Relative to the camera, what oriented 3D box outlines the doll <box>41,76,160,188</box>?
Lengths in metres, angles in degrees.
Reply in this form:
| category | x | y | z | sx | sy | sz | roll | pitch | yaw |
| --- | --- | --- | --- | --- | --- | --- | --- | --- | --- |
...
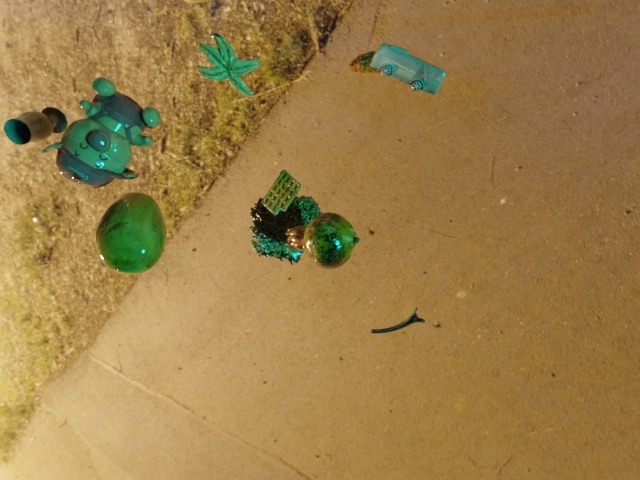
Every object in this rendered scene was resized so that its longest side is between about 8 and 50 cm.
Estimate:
| category | x | y | z | sx | sy | sz | roll | pitch | yaw |
| --- | --- | --- | --- | --- | --- | --- | --- | --- | --- |
| doll | -0.522 | -0.245 | 0.976 | 0.196 | 0.152 | 0.256 | 25 | 77 | 2 |

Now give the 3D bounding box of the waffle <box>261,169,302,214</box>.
| category | x | y | z | sx | sy | sz | roll | pitch | yaw |
| --- | --- | --- | --- | --- | --- | --- | --- | --- | --- |
| waffle | -0.123 | -0.146 | 1.268 | 0.092 | 0.021 | 0.135 | 43 | 109 | 21 |

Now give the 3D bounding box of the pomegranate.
| category | x | y | z | sx | sy | sz | roll | pitch | yaw |
| --- | --- | --- | --- | --- | --- | --- | --- | --- | --- |
| pomegranate | 0.007 | -0.012 | 1.531 | 0.276 | 0.204 | 0.222 | 29 | 151 | 39 |

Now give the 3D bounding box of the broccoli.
| category | x | y | z | sx | sy | sz | roll | pitch | yaw |
| --- | --- | --- | --- | --- | --- | --- | --- | --- | --- |
| broccoli | -0.153 | -0.063 | 1.813 | 0.323 | 0.272 | 0.335 | 11 | 97 | 10 |

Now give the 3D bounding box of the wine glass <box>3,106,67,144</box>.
| category | x | y | z | sx | sy | sz | roll | pitch | yaw |
| --- | --- | --- | --- | --- | --- | --- | --- | --- | --- |
| wine glass | -0.896 | -0.363 | 1.268 | 0.092 | 0.202 | 0.093 | -2 | 118 | -3 |

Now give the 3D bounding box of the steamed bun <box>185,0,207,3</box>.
| category | x | y | z | sx | sy | sz | roll | pitch | yaw |
| --- | --- | --- | --- | --- | --- | --- | --- | --- | --- |
| steamed bun | -0.403 | -0.949 | 1.388 | 0.231 | 0.166 | 0.273 | -16 | 89 | -7 |

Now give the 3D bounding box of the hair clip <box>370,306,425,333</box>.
| category | x | y | z | sx | sy | sz | roll | pitch | yaw |
| --- | --- | --- | --- | --- | --- | --- | --- | --- | --- |
| hair clip | 0.312 | 0.349 | 1.652 | 0.229 | 0.039 | 0.070 | -29 | 91 | 20 |

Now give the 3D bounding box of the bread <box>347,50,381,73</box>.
| category | x | y | z | sx | sy | sz | roll | pitch | yaw |
| --- | --- | --- | --- | --- | --- | --- | --- | --- | --- |
| bread | 0.231 | -0.763 | 1.716 | 0.232 | 0.105 | 0.076 | 11 | 138 | 14 |

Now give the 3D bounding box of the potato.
| category | x | y | z | sx | sy | sz | roll | pitch | yaw |
| --- | --- | --- | --- | --- | --- | --- | --- | --- | --- |
| potato | -0.622 | -0.029 | 1.328 | 0.215 | 0.215 | 0.305 | -34 | 53 | 35 |

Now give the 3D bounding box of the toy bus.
| category | x | y | z | sx | sy | sz | roll | pitch | yaw |
| --- | --- | --- | --- | --- | --- | --- | --- | --- | --- |
| toy bus | 0.305 | -0.599 | 1.408 | 0.261 | 0.091 | 0.109 | 27 | 124 | 4 |

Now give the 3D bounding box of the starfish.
| category | x | y | z | sx | sy | sz | roll | pitch | yaw |
| --- | --- | --- | --- | --- | --- | --- | --- | --- | --- |
| starfish | -0.320 | -0.618 | 1.427 | 0.215 | 0.071 | 0.238 | -33 | 114 | 0 |
